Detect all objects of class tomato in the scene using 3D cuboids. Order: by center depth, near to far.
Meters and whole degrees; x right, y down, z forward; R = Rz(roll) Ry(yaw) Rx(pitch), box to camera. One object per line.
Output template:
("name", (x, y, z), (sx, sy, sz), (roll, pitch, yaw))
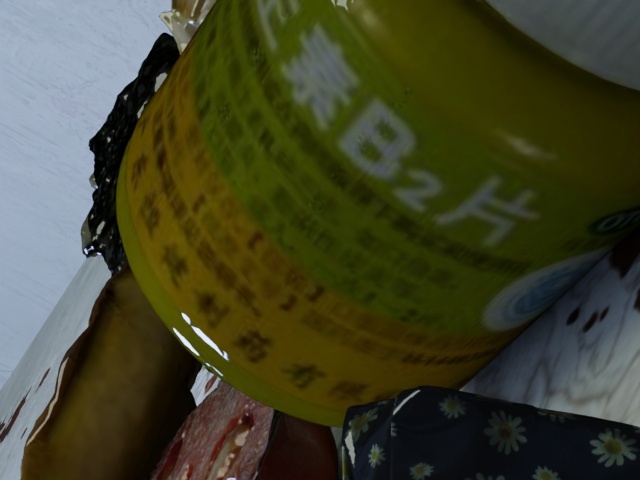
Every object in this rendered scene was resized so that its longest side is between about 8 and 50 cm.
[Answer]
("tomato", (-0.056, 0.184, 1.013), (0.225, 0.085, 0.225), (-53, 15, 20))

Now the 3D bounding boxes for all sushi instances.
("sushi", (-0.088, -0.047, 1.460), (0.171, 0.211, 0.350), (-47, 24, 26))

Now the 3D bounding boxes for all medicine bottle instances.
("medicine bottle", (0.076, -0.093, 0.780), (0.384, 0.224, 0.224), (-49, 15, 43))

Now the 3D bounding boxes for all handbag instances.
("handbag", (0.064, 0.126, 0.615), (0.072, 0.115, 0.139), (141, 140, -61))

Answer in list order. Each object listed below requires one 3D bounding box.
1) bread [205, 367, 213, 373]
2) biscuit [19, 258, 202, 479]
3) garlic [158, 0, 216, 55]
("bread", (0.000, 0.000, 1.093), (0.257, 0.124, 0.186), (-61, 26, 29))
("biscuit", (-0.156, 0.155, 1.228), (0.296, 0.102, 0.296), (23, -90, -90))
("garlic", (-0.024, -0.196, 1.372), (0.178, 0.143, 0.229), (-54, 33, 32))
